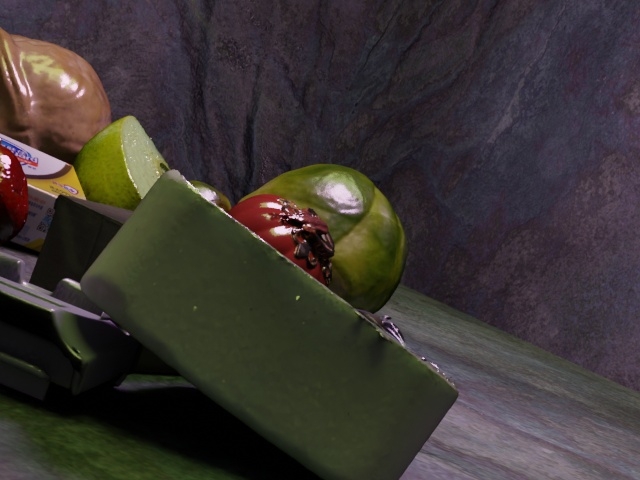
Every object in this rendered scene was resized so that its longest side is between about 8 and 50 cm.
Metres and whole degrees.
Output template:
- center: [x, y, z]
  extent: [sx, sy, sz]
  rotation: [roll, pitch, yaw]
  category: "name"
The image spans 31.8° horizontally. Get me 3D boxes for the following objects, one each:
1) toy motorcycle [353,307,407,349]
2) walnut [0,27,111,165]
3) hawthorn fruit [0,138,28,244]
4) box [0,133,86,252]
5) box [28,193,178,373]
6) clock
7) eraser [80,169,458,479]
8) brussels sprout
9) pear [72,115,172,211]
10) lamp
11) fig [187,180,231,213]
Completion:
- center: [0.018, 0.139, 1.597]
  extent: [0.270, 0.106, 0.159]
  rotation: [8, -11, 46]
  category: "toy motorcycle"
- center: [-0.560, -0.215, 2.018]
  extent: [0.381, 0.381, 0.381]
  rotation: [20, 3, -1]
  category: "walnut"
- center: [-0.467, -0.072, 1.537]
  extent: [0.148, 0.172, 0.148]
  rotation: [10, -24, 4]
  category: "hawthorn fruit"
- center: [-0.495, -0.090, 1.695]
  extent: [0.265, 0.097, 0.168]
  rotation: [26, 17, -32]
  category: "box"
- center: [-0.193, 0.054, 1.260]
  extent: [0.155, 0.149, 0.231]
  rotation: [22, 3, 30]
  category: "box"
- center: [-0.291, 0.068, 1.018]
  extent: [0.253, 0.083, 0.186]
  rotation: [21, 4, 6]
  category: "clock"
- center: [-0.052, 0.093, 1.086]
  extent: [0.331, 0.150, 0.331]
  rotation: [36, -3, 2]
  category: "eraser"
- center: [0.000, 0.000, 2.361]
  extent: [0.371, 0.315, 0.276]
  rotation: [15, -21, 7]
  category: "brussels sprout"
- center: [-0.317, -0.041, 1.866]
  extent: [0.292, 0.159, 0.292]
  rotation: [54, 12, -17]
  category: "pear"
- center: [-0.073, 0.026, 1.916]
  extent: [0.227, 0.227, 0.227]
  rotation: [20, 3, -1]
  category: "lamp"
- center: [-0.283, -0.030, 2.172]
  extent: [0.233, 0.167, 0.167]
  rotation: [-2, -2, 12]
  category: "fig"
